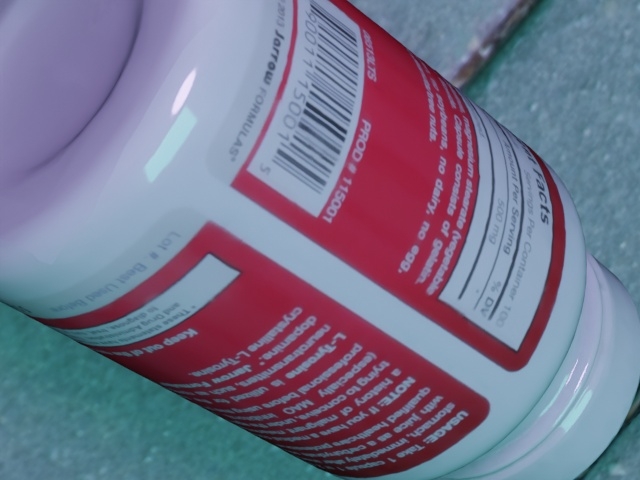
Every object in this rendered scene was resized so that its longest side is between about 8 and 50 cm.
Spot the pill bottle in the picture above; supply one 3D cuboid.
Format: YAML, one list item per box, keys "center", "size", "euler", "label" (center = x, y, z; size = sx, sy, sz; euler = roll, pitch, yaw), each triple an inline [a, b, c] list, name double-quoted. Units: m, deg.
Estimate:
- center: [0.000, 0.000, 0.944]
  size: [0.408, 0.229, 0.229]
  euler: [34, 93, -38]
  label: "pill bottle"
